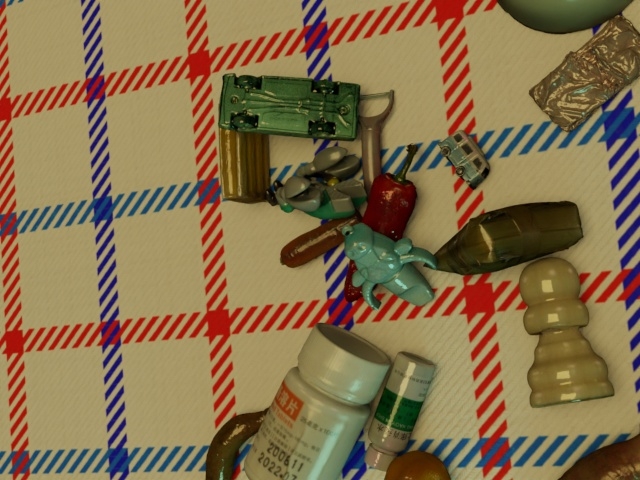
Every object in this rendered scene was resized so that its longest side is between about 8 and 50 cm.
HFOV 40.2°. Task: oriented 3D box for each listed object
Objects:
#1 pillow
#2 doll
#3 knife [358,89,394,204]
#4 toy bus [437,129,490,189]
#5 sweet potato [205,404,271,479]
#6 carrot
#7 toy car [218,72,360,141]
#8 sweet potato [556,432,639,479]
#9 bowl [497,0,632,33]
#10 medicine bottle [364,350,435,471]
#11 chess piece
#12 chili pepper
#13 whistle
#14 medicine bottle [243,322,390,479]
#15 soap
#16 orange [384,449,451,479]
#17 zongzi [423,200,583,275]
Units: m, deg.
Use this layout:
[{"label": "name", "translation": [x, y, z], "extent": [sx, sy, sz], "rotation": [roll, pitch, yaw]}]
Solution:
[{"label": "pillow", "translation": [0.568, -0.347, 1.827], "extent": [0.248, 0.049, 0.135], "rotation": [-41, 76, 20]}, {"label": "doll", "translation": [-0.025, -0.114, 2.004], "extent": [0.258, 0.153, 0.195], "rotation": [-15, 36, 20]}, {"label": "knife", "translation": [0.111, -0.209, 2.024], "extent": [0.123, 0.053, 0.278], "rotation": [-4, 84, 30]}, {"label": "toy bus", "translation": [0.321, -0.180, 1.921], "extent": [0.075, 0.060, 0.123], "rotation": [-38, 71, 14]}, {"label": "sweet potato", "translation": [-0.206, 0.494, 2.113], "extent": [0.108, 0.079, 0.346], "rotation": [34, 101, -7]}, {"label": "carrot", "translation": [0.000, 0.000, 2.051], "extent": [0.225, 0.067, 0.067], "rotation": [-29, 76, 18]}, {"label": "toy car", "translation": [-0.072, -0.301, 2.015], "extent": [0.320, 0.097, 0.142], "rotation": [4, 82, 0]}, {"label": "sweet potato", "translation": [0.549, 0.490, 1.740], "extent": [0.336, 0.131, 0.131], "rotation": [-33, 74, 18]}, {"label": "bowl", "translation": [0.499, -0.621, 1.798], "extent": [0.353, 0.185, 0.354], "rotation": [-2, 86, 24]}, {"label": "medicine bottle", "translation": [0.171, 0.380, 1.937], "extent": [0.095, 0.095, 0.260], "rotation": [22, 97, 24]}, {"label": "chess piece", "translation": [0.485, 0.184, 1.788], "extent": [0.167, 0.167, 0.300], "rotation": [-14, 74, 23]}, {"label": "chili pepper", "translation": [0.138, -0.033, 1.966], "extent": [0.110, 0.110, 0.388], "rotation": [26, 106, 23]}, {"label": "whistle", "translation": [0.144, 0.053, 1.904], "extent": [0.186, 0.093, 0.274], "rotation": [-38, 116, 26]}, {"label": "medicine bottle", "translation": [-0.007, 0.390, 1.952], "extent": [0.211, 0.211, 0.372], "rotation": [29, 98, 23]}, {"label": "soap", "translation": [-0.183, -0.209, 2.104], "extent": [0.073, 0.140, 0.232], "rotation": [-5, 84, 24]}, {"label": "orange", "translation": [0.206, 0.531, 1.887], "extent": [0.134, 0.154, 0.155], "rotation": [-10, 81, 61]}, {"label": "zongzi", "translation": [0.390, 0.005, 1.875], "extent": [0.260, 0.289, 0.123], "rotation": [-11, 80, -19]}]
